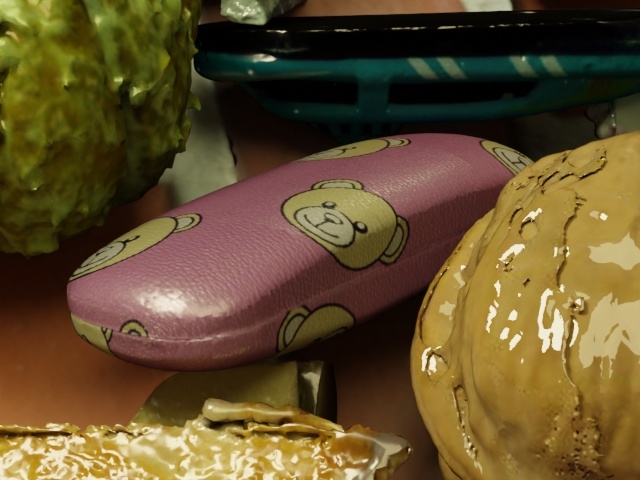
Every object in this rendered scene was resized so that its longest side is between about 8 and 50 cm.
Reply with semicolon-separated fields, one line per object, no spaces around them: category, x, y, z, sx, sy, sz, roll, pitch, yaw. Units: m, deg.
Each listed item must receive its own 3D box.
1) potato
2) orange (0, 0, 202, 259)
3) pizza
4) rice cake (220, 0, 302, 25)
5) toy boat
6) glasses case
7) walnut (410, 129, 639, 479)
potato;-0.048;0.106;0.947;0.103;0.066;0.096;6;80;9
orange;-0.204;-0.114;1.028;0.300;0.223;0.301;-19;59;-29
pizza;-0.124;0.148;0.878;0.251;0.074;0.288;38;68;27
rice cake;-0.029;-0.160;1.160;0.042;0.030;0.180;8;14;7
toy boat;0.071;-0.097;1.135;0.299;0.092;0.134;-2;14;1
glasses case;0.000;0.000;0.997;0.123;0.076;0.316;12;24;39
walnut;0.149;0.058;0.934;0.198;0.198;0.245;19;51;9
